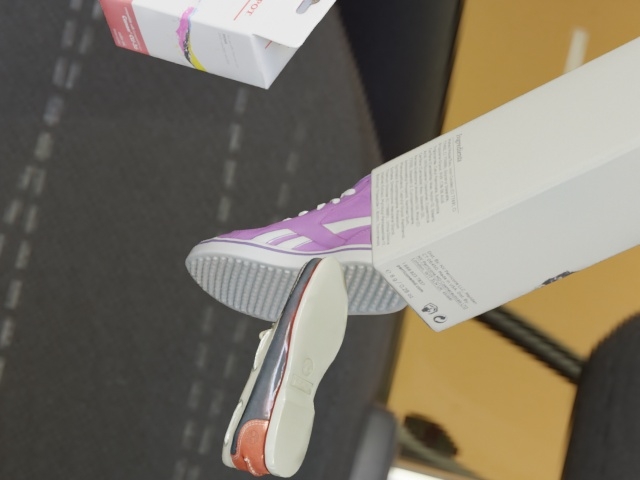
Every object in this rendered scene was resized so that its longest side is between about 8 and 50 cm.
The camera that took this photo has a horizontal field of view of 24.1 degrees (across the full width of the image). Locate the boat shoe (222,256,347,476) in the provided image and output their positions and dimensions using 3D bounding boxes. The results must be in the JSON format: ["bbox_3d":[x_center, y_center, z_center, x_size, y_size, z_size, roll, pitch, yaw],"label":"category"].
[{"bbox_3d":[-0.021,0.071,0.875,0.049,0.043,0.137,37,63,-47],"label":"boat shoe"}]

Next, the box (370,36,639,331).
[{"bbox_3d":[0.172,-0.046,1.066,0.094,0.275,0.113,47,31,-35],"label":"box"}]

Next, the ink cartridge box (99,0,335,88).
[{"bbox_3d":[-0.071,-0.199,1.257,0.115,0.198,0.067,-56,150,-29],"label":"ink cartridge box"}]

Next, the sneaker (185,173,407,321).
[{"bbox_3d":[0.001,0.001,1.595,0.161,0.282,0.102,-63,142,-37],"label":"sneaker"}]
